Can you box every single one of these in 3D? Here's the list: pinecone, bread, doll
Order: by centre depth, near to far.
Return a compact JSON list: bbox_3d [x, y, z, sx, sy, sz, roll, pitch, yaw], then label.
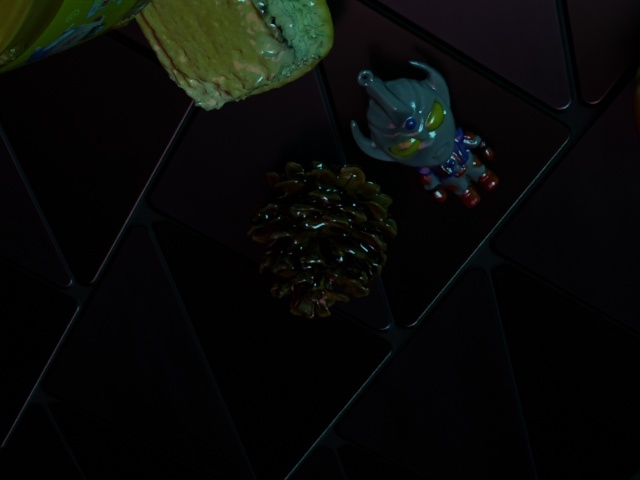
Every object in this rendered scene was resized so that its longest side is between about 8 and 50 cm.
[{"bbox_3d":[-0.101,-0.241,1.006,0.174,0.121,0.246,-16,117,35],"label":"bread"},{"bbox_3d":[0.104,-0.108,1.097,0.104,0.062,0.194,-34,119,29],"label":"doll"},{"bbox_3d":[0.000,0.000,1.130,0.173,0.174,0.174,5,124,7],"label":"pinecone"}]

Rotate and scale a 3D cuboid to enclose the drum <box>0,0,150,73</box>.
[{"bbox_3d":[-0.313,-0.335,0.860,0.431,0.214,0.431,11,116,22],"label":"drum"}]

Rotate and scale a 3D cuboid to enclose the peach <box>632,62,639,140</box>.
[{"bbox_3d":[0.385,-0.119,0.964,0.190,0.190,0.192,-34,113,28],"label":"peach"}]
